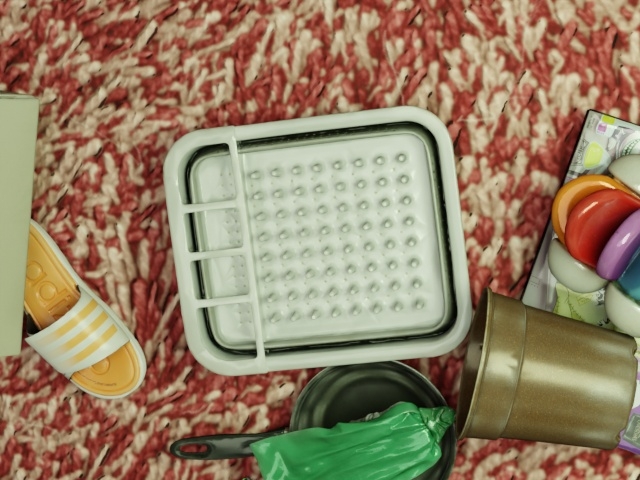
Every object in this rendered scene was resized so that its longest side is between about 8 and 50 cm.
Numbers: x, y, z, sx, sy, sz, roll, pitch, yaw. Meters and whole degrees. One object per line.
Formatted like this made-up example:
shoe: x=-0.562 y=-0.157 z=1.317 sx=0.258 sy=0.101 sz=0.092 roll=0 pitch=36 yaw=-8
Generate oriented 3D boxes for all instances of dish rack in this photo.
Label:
dish rack: x=0.000 y=0.000 z=1.489 sx=0.333 sy=0.072 sz=0.285 roll=-6 pitch=96 yaw=12

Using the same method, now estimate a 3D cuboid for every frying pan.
frying pan: x=0.007 y=0.257 z=1.534 sx=0.326 sy=0.053 sz=0.197 roll=-27 pitch=92 yaw=16

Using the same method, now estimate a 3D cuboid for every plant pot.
plant pot: x=0.239 y=0.146 z=1.379 sx=0.165 sy=0.167 sz=0.167 roll=12 pitch=100 yaw=1

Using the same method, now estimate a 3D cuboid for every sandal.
sandal: x=-0.321 y=0.088 z=1.562 sx=0.102 sy=0.076 sz=0.265 roll=-39 pitch=89 yaw=14

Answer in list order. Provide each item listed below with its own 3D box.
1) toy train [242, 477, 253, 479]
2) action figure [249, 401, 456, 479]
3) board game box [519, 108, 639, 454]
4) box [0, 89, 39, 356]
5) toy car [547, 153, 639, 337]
toy train: x=-0.097 y=0.327 z=1.583 sx=0.024 sy=0.017 sz=0.083 roll=21 pitch=102 yaw=-3
action figure: x=0.051 y=0.243 z=1.471 sx=0.232 sy=0.063 sz=0.137 roll=-27 pitch=92 yaw=17
board game box: x=0.337 y=0.050 z=1.443 sx=0.208 sy=0.056 sz=0.347 roll=18 pitch=101 yaw=4
box: x=-0.427 y=-0.024 z=1.521 sx=0.148 sy=0.121 sz=0.311 roll=12 pitch=101 yaw=38
toy car: x=0.314 y=0.000 z=1.332 sx=0.182 sy=0.136 sz=0.159 roll=42 pitch=104 yaw=31
